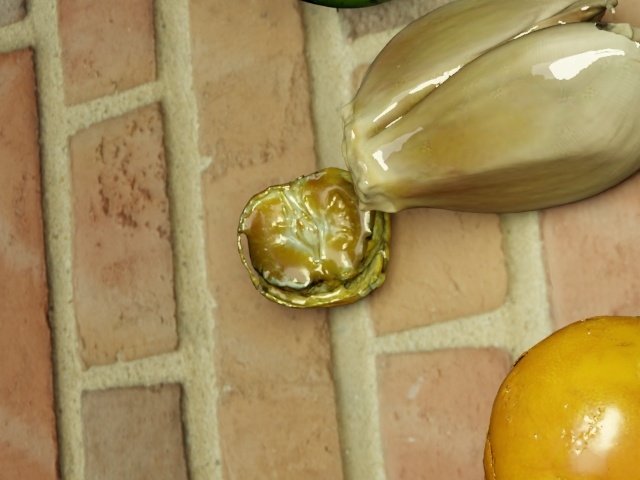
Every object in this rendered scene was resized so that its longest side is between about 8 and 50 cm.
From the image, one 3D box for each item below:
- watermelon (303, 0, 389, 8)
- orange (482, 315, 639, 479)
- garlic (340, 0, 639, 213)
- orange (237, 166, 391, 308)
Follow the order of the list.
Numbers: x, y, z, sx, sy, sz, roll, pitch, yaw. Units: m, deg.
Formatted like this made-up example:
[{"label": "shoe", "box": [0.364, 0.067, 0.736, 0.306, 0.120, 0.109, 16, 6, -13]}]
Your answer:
[{"label": "watermelon", "box": [0.021, -0.373, 1.511, 0.285, 0.285, 0.285, -3, 85, 37]}, {"label": "orange", "box": [0.263, 0.182, 1.319, 0.240, 0.240, 0.240, -3, 85, 37]}, {"label": "garlic", "box": [0.192, -0.162, 1.401, 0.340, 0.246, 0.231, -31, 55, 43]}, {"label": "orange", "box": [0.000, 0.000, 1.605, 0.170, 0.112, 0.160, 30, 94, 10]}]
